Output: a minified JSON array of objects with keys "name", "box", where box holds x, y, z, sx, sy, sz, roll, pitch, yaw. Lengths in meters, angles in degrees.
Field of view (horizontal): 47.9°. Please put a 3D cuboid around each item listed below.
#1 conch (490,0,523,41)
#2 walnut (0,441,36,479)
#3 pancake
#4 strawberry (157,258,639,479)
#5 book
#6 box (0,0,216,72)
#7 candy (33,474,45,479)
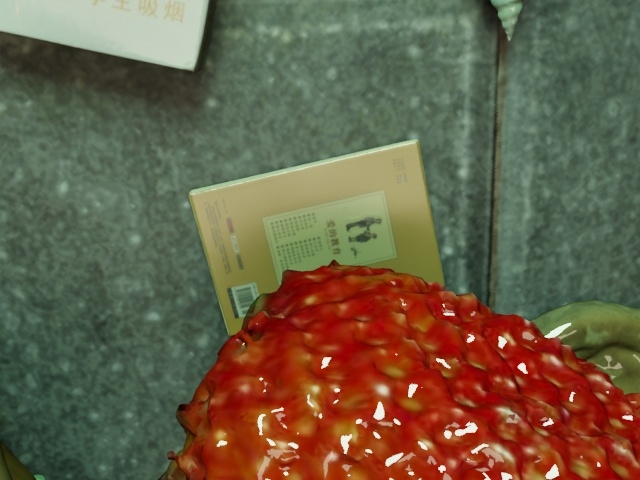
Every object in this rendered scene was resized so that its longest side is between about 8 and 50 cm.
[{"name":"conch","box":[0.107,-0.219,0.461,0.065,0.088,0.180,-19,105,-44]},{"name":"walnut","box":[-0.294,0.245,0.400,0.383,0.383,0.384,-1,107,-4]},{"name":"pancake","box":[0.213,0.165,0.589,0.222,0.042,0.236,34,102,-15]},{"name":"strawberry","box":[0.092,0.169,0.461,0.351,0.267,0.312,7,142,11]},{"name":"book","box":[0.000,0.000,0.538,0.172,0.012,0.118,-13,107,0]},{"name":"box","box":[-0.125,-0.232,0.430,0.149,0.067,0.233,10,106,-9]},{"name":"candy","box":[-0.267,0.327,0.598,0.084,0.078,0.288,17,97,29]}]
